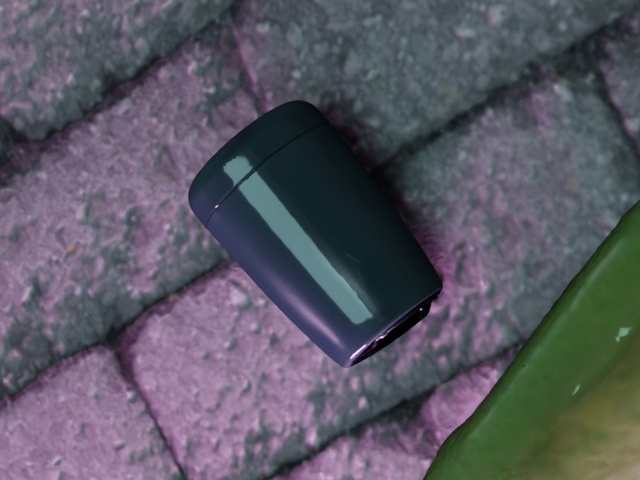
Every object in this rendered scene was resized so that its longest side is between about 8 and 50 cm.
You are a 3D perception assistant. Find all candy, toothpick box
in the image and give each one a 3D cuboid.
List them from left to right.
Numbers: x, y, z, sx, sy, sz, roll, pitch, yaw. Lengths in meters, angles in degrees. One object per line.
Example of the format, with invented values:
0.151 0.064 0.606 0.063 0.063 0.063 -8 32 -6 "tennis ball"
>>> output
0.000 0.000 1.384 0.184 0.120 0.120 51 122 8 "toothpick box"
0.187 0.110 1.284 0.132 0.142 0.343 36 119 5 "candy"
